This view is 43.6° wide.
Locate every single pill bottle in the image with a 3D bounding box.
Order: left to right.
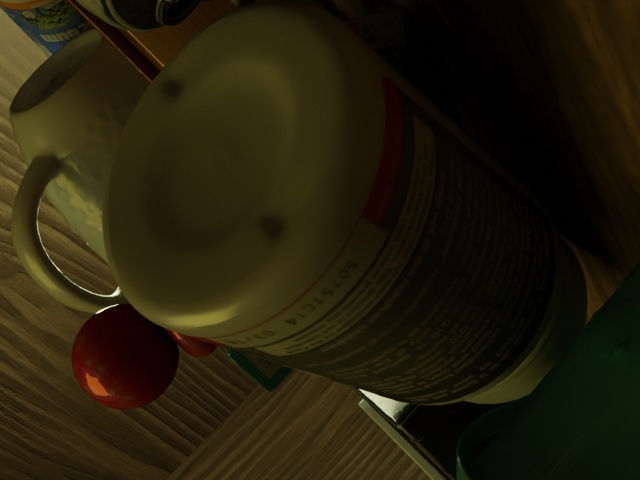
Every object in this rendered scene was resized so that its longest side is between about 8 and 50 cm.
[{"bbox_3d":[-0.347,-0.329,1.129,0.152,0.152,0.272,43,175,22],"label":"pill bottle"},{"bbox_3d":[0.036,0.005,0.457,0.283,0.161,0.161,28,-171,-47],"label":"pill bottle"}]

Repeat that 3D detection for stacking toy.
[{"bbox_3d":[-0.076,0.019,0.698,0.141,0.330,0.141,51,174,7],"label":"stacking toy"}]

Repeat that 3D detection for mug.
[{"bbox_3d":[-0.259,-0.077,1.072,0.276,0.374,0.328,-8,135,39],"label":"mug"}]

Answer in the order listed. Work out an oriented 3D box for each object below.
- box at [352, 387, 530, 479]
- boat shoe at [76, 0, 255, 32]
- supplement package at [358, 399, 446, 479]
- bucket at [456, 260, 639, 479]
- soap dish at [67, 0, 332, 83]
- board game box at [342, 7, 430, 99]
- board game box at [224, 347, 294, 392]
[{"bbox_3d":[0.211,0.235,1.037,0.294,0.183,0.296,44,173,-11],"label":"box"},{"bbox_3d":[-0.050,-0.158,0.378,0.102,0.108,0.301,39,162,-7],"label":"boat shoe"},{"bbox_3d":[0.248,0.335,1.449,0.263,0.199,0.198,42,175,31],"label":"supplement package"},{"bbox_3d":[0.207,0.150,0.395,0.281,0.183,0.281,44,175,5],"label":"bucket"},{"bbox_3d":[-0.125,-0.198,0.622,0.291,0.118,0.229,44,175,-9],"label":"soap dish"},{"bbox_3d":[0.020,-0.083,0.525,0.154,0.103,0.026,55,-150,-61],"label":"board game box"},{"bbox_3d":[-0.046,0.037,1.101,0.079,0.254,0.336,46,175,-20],"label":"board game box"}]
